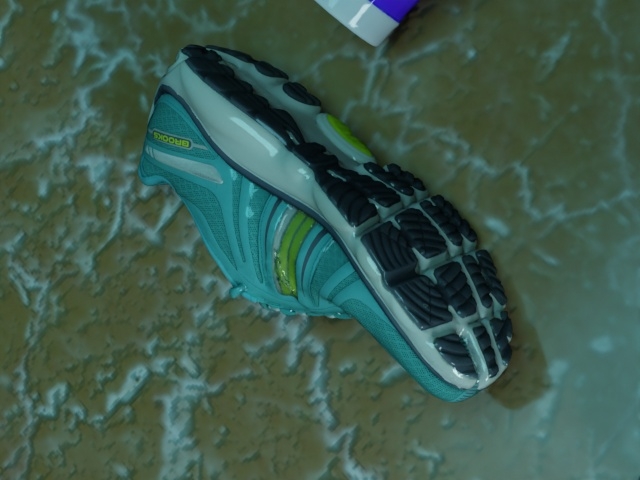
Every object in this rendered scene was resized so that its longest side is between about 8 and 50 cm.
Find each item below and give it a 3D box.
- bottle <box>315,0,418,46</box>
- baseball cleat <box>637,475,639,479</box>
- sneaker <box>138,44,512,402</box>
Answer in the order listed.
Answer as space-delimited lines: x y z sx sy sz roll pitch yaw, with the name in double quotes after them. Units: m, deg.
0.097 -0.237 1.088 0.118 0.092 0.283 43 100 22 "bottle"
0.228 0.080 0.985 0.206 0.109 0.072 -43 56 7 "baseball cleat"
0.000 0.000 1.111 0.275 0.107 0.110 43 119 26 "sneaker"
